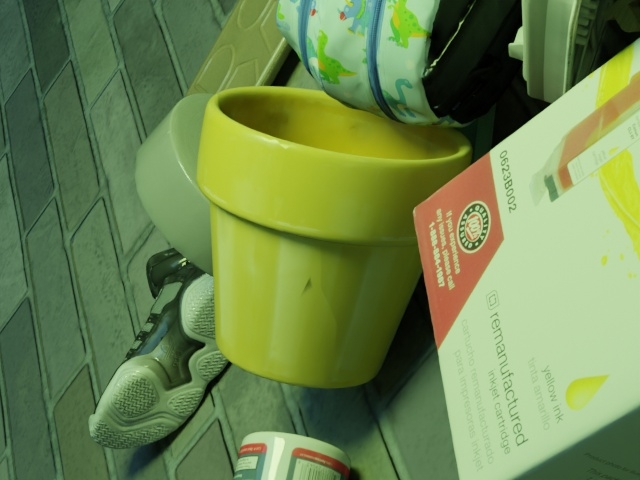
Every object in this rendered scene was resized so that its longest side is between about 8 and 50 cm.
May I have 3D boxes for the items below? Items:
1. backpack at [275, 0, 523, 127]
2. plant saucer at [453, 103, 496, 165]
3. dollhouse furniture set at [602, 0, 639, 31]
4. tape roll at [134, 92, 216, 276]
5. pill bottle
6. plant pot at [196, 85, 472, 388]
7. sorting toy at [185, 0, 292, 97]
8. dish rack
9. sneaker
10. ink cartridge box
[{"bbox_3d":[0.115,-0.279,1.491,0.273,0.290,0.355,4,84,20],"label":"backpack"},{"bbox_3d":[0.146,-0.118,1.595,0.067,0.018,0.192,-24,50,49],"label":"plant saucer"},{"bbox_3d":[0.324,-0.149,1.331,0.144,0.123,0.151,-36,75,39],"label":"dollhouse furniture set"},{"bbox_3d":[-0.089,-0.052,1.707,0.072,0.219,0.219,-45,35,31],"label":"tape roll"},{"bbox_3d":[-0.040,0.278,1.493,0.108,0.108,0.180,-17,54,51],"label":"pill bottle"},{"bbox_3d":[0.000,0.000,1.516,0.254,0.254,0.239,-141,56,-59],"label":"plant pot"},{"bbox_3d":[-0.058,-0.281,2.015,0.307,0.041,0.229,-59,26,8],"label":"sorting toy"},{"bbox_3d":[0.215,-0.265,1.299,0.333,0.072,0.285,61,-132,-76],"label":"dish rack"},{"bbox_3d":[-0.176,0.111,1.843,0.268,0.101,0.153,-49,32,14],"label":"sneaker"},{"bbox_3d":[0.265,0.009,1.155,0.385,0.160,0.279,-38,44,36],"label":"ink cartridge box"}]
